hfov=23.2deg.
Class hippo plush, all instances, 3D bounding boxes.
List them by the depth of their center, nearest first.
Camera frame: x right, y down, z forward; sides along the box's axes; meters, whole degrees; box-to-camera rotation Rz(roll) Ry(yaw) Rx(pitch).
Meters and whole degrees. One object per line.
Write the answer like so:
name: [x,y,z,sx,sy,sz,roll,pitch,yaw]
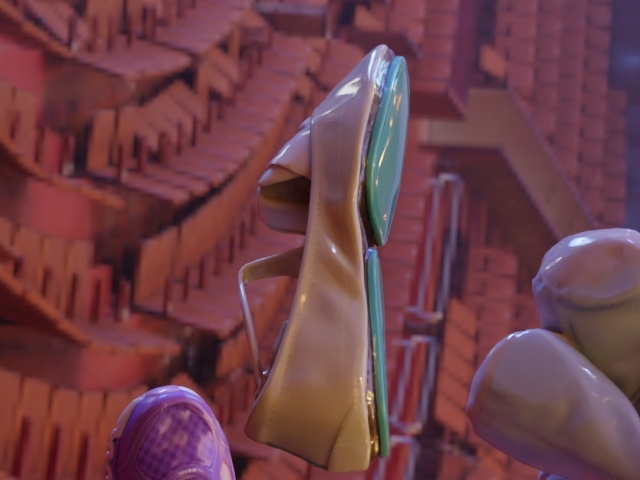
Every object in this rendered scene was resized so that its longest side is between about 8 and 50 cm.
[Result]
hippo plush: [0.247,0.140,0.961,0.294,0.234,0.236,45,-13,31]

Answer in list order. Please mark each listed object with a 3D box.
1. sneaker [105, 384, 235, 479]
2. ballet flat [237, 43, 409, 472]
sneaker: [-0.085,0.219,1.072,0.104,0.095,0.236,1,-84,64]
ballet flat: [0.000,0.000,0.796,0.086,0.086,0.248,85,9,-55]
